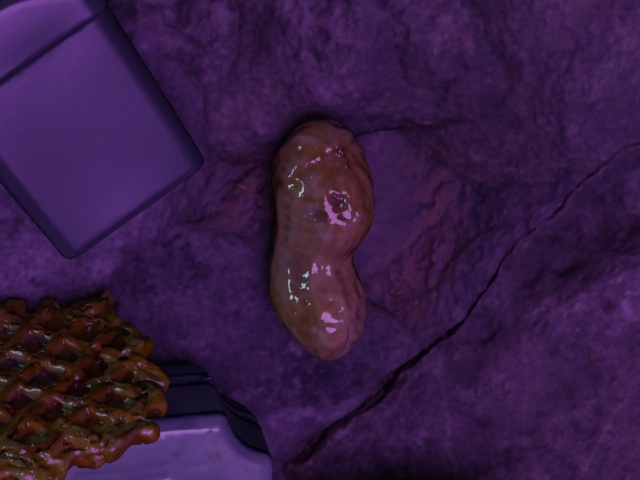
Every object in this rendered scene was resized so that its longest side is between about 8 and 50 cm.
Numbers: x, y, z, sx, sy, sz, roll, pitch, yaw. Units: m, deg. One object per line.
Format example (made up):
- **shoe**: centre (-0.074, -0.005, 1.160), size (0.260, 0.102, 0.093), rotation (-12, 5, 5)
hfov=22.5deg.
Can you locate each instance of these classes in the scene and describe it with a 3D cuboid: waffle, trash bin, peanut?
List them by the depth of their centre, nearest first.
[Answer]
- **waffle**: centre (-0.260, 0.128, 1.402), size (0.245, 0.254, 0.052), rotation (-13, 125, -18)
- **trash bin**: centre (-0.232, -0.122, 1.410), size (0.176, 0.101, 0.236), rotation (-36, 117, -5)
- **peanut**: centre (0.000, 0.000, 1.515), size (0.098, 0.103, 0.229), rotation (0, 105, -4)

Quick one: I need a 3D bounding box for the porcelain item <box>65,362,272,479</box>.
- **porcelain item**: centre (-0.192, 0.264, 1.513), size (0.281, 0.157, 0.286), rotation (-4, 109, -14)
